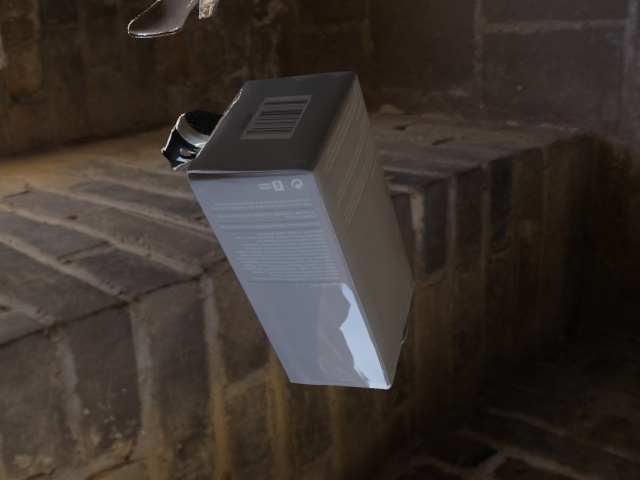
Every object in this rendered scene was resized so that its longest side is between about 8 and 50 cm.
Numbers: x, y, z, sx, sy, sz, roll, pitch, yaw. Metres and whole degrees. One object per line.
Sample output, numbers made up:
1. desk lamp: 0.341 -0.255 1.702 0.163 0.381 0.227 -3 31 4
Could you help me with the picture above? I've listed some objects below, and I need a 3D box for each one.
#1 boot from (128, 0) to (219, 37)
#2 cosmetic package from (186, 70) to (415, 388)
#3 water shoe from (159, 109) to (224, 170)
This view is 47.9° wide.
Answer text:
1. boot: -0.148 -0.264 0.742 0.042 0.118 0.087 41 145 26
2. cosmetic package: 0.000 0.000 0.578 0.107 0.127 0.238 1 132 20
3. water shoe: -0.140 -0.127 0.982 0.080 0.203 0.073 -45 68 20
